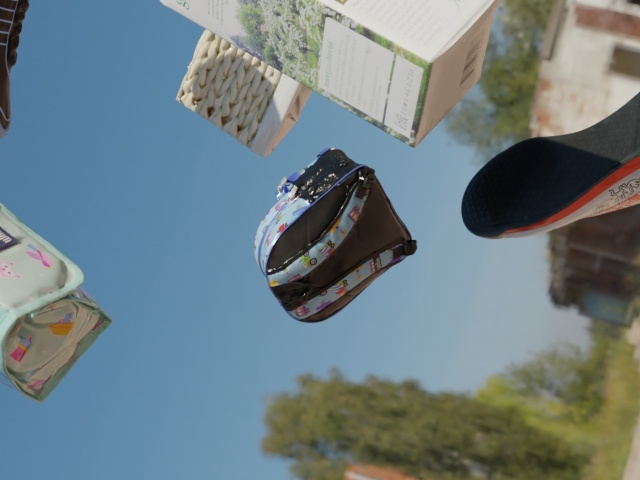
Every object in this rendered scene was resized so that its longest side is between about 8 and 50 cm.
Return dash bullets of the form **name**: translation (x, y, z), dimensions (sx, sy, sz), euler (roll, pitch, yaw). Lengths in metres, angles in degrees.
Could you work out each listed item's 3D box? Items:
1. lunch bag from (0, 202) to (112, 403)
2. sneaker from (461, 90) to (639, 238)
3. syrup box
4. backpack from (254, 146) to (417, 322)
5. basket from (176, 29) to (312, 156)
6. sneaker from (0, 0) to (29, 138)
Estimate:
- **lunch bag**: translation (-0.367, 0.045, 1.475), dimensions (0.160, 0.223, 0.262), euler (-49, -13, -8)
- **sneaker**: translation (0.268, -0.052, 1.204), dimensions (0.145, 0.270, 0.090), euler (26, -134, -42)
- **syrup box**: translation (0.001, -0.177, 0.986), dimensions (0.096, 0.237, 0.093), euler (-47, -20, -31)
- **backpack**: translation (0.000, 0.000, 1.554), dimensions (0.173, 0.117, 0.158), euler (-42, -51, -10)
- **basket**: translation (-0.046, -0.180, 1.232), dimensions (0.167, 0.103, 0.113), euler (-61, -2, 27)
- **sneaker**: translation (-0.261, -0.188, 1.074), dimensions (0.081, 0.091, 0.232), euler (-123, 23, -57)
